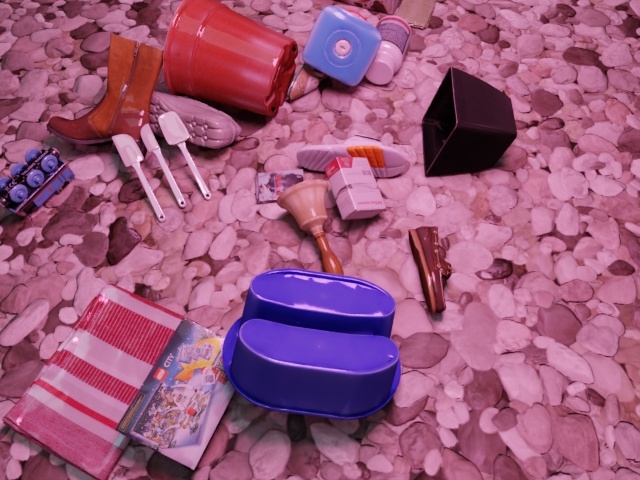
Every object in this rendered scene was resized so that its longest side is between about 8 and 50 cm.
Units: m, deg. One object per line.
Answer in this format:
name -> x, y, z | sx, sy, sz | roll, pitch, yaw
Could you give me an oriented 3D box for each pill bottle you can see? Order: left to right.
pill bottle -> 0.183, -0.527, 1.360 | 0.108, 0.108, 0.180 | 15, 61, 10

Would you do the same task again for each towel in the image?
towel -> -0.423, 0.260, 0.964 | 0.237, 0.037, 0.328 | 22, 63, 13
towel -> 0.294, -0.711, 1.510 | 0.110, 0.027, 0.148 | 18, 62, 11

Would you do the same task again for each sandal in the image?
sandal -> 0.076, -0.219, 1.189 | 0.266, 0.101, 0.076 | 6, 55, 6

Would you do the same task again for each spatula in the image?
spatula -> -0.372, -0.180, 1.177 | 0.168, 0.019, 0.241 | -27, 85, -15

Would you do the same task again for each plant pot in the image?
plant pot -> -0.215, -0.458, 1.260 | 0.265, 0.272, 0.272 | 22, 63, 4
plant pot -> 0.359, -0.270, 1.174 | 0.167, 0.187, 0.187 | 9, 60, -7

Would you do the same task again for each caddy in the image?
caddy -> -0.010, 0.197, 0.909 | 0.342, 0.179, 0.241 | 9, 42, -2

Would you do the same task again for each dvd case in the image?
dvd case -> -0.098, -0.132, 1.194 | 0.120, 0.013, 0.087 | -5, 60, -1

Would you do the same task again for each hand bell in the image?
hand bell -> 0.000, 0.000, 1.081 | 0.126, 0.126, 0.241 | -18, 74, -9

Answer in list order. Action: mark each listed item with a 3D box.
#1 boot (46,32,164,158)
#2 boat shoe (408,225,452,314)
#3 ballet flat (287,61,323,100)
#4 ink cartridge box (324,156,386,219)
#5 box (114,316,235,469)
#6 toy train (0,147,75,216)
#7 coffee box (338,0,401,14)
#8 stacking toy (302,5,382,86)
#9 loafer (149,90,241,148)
boot -> -0.533, -0.366, 1.203 | 0.264, 0.096, 0.280 | 16, 103, 10
boat shoe -> 0.243, 0.056, 1.041 | 0.073, 0.073, 0.206 | -7, 60, 0
ballet flat -> -0.028, -0.462, 1.354 | 0.067, 0.073, 0.206 | 22, 66, -2
ink cartridge box -> 0.079, -0.119, 1.118 | 0.099, 0.056, 0.135 | -5, 70, -40
box -> -0.248, 0.283, 0.924 | 0.159, 0.044, 0.233 | 26, 63, 3
toy train -> -0.679, -0.136, 1.159 | 0.080, 0.105, 0.184 | 22, 62, 17
coffee box -> 0.111, -0.833, 1.505 | 0.298, 0.168, 0.118 | 21, 63, 14
stacking toy -> 0.061, -0.567, 1.355 | 0.175, 0.165, 0.301 | 23, 31, -13
loafer -> -0.351, -0.314, 1.266 | 0.320, 0.111, 0.111 | 25, 27, 20
